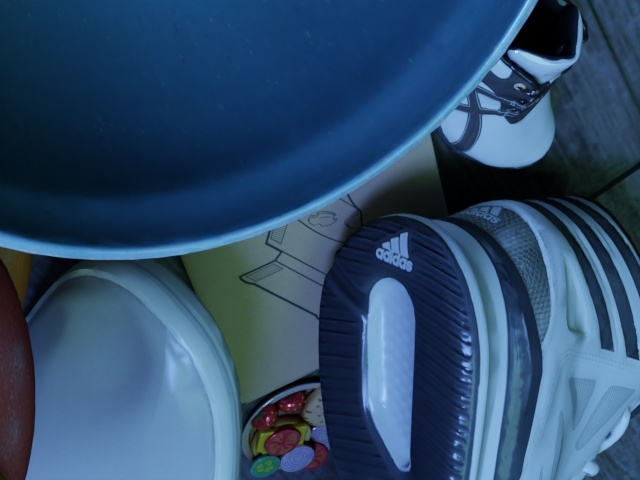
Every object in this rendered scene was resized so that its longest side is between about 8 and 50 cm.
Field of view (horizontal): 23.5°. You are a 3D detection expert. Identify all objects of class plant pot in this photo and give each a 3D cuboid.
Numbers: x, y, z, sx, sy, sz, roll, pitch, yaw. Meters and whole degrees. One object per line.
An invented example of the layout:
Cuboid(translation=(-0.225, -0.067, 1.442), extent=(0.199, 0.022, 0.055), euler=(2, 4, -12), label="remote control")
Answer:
Cuboid(translation=(-0.074, -0.166, 0.569), extent=(0.293, 0.196, 0.293), euler=(-14, 131, -17), label="plant pot")

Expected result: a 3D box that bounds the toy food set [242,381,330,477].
Cuboid(translation=(-0.014, 0.127, 1.036), extent=(0.083, 0.020, 0.083), euler=(-8, 134, -24), label="toy food set")

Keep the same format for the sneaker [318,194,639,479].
Cuboid(translation=(0.127, 0.182, 0.983), extent=(0.257, 0.169, 0.448), euler=(-13, 118, -39), label="sneaker")

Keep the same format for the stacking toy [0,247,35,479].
Cuboid(translation=(-0.220, 0.112, 0.555), extent=(0.350, 0.480, 0.351), euler=(-16, 136, -16), label="stacking toy")

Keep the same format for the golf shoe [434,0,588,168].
Cuboid(translation=(0.101, -0.092, 0.828), extent=(0.077, 0.094, 0.198), euler=(-51, 142, -12), label="golf shoe")

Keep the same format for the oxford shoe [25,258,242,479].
Cuboid(translation=(-0.175, 0.197, 0.892), extent=(0.130, 0.169, 0.449), euler=(-25, 152, -53), label="oxford shoe")

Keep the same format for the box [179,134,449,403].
Cuboid(translation=(0.000, 0.000, 0.921), extent=(0.164, 0.021, 0.201), euler=(-25, 137, -7), label="box")
